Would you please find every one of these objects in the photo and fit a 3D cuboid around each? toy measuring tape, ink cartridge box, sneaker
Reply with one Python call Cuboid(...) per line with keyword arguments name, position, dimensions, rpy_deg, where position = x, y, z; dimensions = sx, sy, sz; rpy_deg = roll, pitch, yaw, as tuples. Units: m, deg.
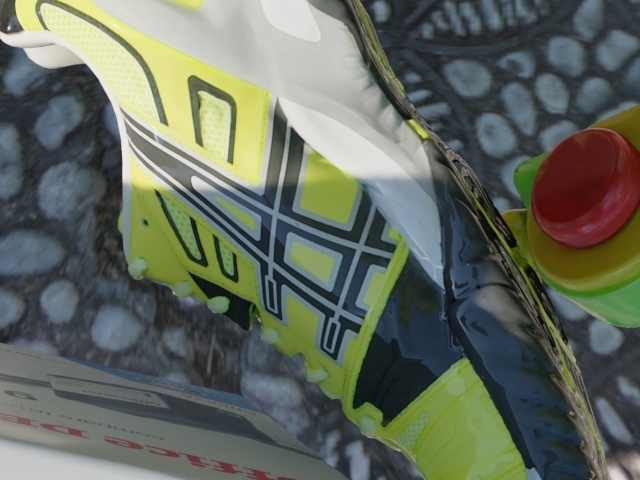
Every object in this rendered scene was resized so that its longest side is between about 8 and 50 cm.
Cuboid(name="toy measuring tape", position=(0.220, -0.027, 0.804), dimensions=(0.330, 0.121, 0.121), rpy_deg=(-22, 102, 40))
Cuboid(name="ink cartridge box", position=(-0.119, 0.124, 0.627), dimensions=(0.223, 0.307, 0.129), rpy_deg=(15, 89, -14))
Cuboid(name="sneaker", position=(0.000, 0.000, 0.680), dimensions=(0.147, 0.145, 0.384), rpy_deg=(-33, 82, 8))
